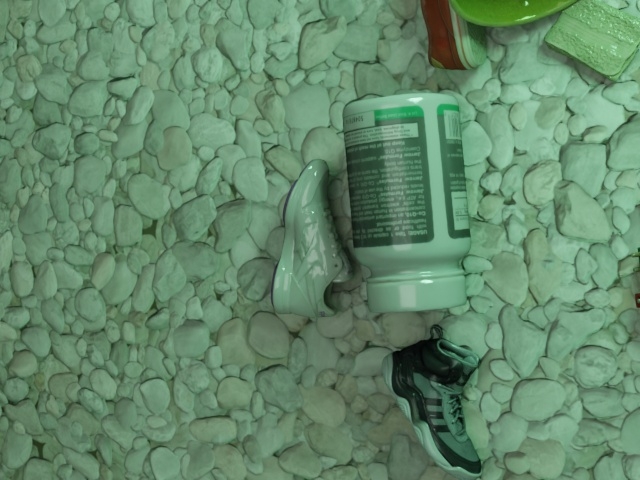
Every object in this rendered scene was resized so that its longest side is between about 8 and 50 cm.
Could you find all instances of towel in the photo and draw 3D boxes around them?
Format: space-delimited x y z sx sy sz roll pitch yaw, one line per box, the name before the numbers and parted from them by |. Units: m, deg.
towel | 0.453 -0.340 1.624 0.148 0.027 0.110 35 107 22

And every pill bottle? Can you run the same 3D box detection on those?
pill bottle | 0.152 -0.062 1.698 0.204 0.204 0.360 -5 90 28

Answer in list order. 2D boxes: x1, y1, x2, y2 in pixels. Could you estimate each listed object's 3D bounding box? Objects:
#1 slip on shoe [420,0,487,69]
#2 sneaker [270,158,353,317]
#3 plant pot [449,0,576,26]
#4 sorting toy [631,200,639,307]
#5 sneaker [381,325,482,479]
slip on shoe | 0.207 -0.454 1.703 0.101 0.123 0.331 -9 93 32
sneaker | 0.000 0.000 1.852 0.152 0.114 0.305 12 103 13
plant pot | 0.304 -0.528 1.571 0.276 0.276 0.253 -26 63 27
sorting toy | 0.538 0.050 1.542 0.046 0.132 0.274 -6 89 -15
sneaker | 0.230 0.282 1.731 0.153 0.101 0.268 -42 71 26
